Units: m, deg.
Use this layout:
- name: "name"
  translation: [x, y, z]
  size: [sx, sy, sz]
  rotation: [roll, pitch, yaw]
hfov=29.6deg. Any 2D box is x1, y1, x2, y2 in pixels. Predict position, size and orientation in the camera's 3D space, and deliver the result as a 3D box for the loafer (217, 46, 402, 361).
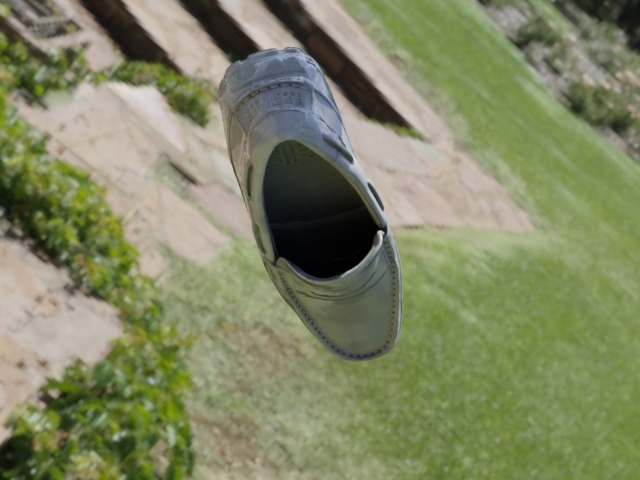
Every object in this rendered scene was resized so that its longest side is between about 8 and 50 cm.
- name: "loafer"
  translation: [0.000, 0.000, 0.928]
  size: [0.111, 0.112, 0.319]
  rotation: [-104, 172, -45]
